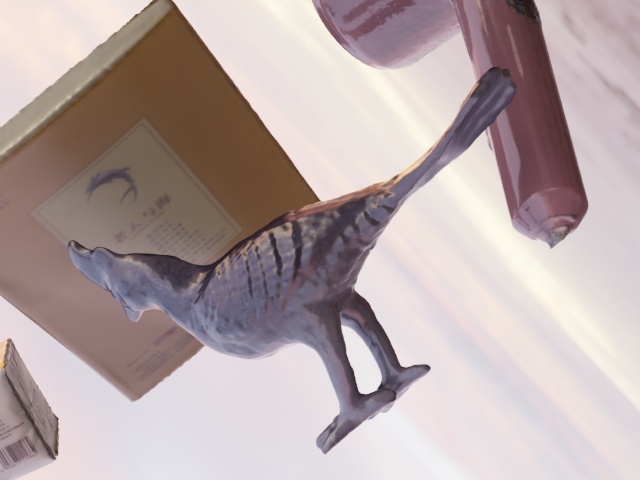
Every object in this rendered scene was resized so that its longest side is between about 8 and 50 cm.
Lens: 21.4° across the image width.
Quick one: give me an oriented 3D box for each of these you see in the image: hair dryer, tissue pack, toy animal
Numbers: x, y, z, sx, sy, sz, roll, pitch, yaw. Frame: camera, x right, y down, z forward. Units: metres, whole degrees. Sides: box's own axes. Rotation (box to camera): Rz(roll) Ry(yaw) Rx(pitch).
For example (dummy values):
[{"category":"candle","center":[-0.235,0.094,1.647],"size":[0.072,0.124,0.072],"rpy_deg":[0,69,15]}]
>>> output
[{"category":"hair dryer","center":[0.114,-0.134,1.238],"size":[0.125,0.210,0.352],"rpy_deg":[25,-136,-41]},{"category":"tissue pack","center":[-0.329,0.174,1.556],"size":[0.099,0.149,0.106],"rpy_deg":[-107,-8,-71]},{"category":"toy animal","center":[-0.001,0.038,1.179],"size":[0.081,0.367,0.205],"rpy_deg":[-24,-88,-64]}]

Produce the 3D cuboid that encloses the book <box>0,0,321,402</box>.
[{"category":"book","center":[-0.150,-0.017,1.456],"size":[0.032,0.269,0.389],"rpy_deg":[49,177,34]}]
